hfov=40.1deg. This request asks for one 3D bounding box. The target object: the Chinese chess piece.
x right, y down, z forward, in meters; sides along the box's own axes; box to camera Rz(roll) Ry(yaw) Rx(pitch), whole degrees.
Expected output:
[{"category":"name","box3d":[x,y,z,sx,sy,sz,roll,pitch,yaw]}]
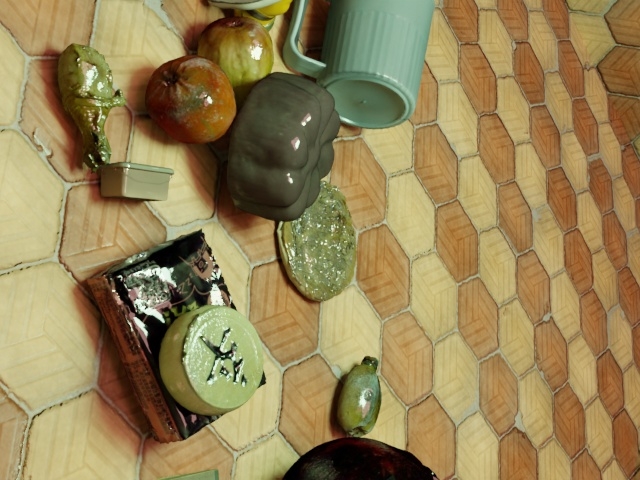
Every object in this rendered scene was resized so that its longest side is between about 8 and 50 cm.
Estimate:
[{"category":"Chinese chess piece","box3d":[-0.183,0.203,1.497,0.188,0.083,0.188,16,66,-41]}]

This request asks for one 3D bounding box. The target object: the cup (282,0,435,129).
[{"category":"cup","box3d":[0.108,-0.469,2.083,0.331,0.257,0.311,34,57,-42]}]

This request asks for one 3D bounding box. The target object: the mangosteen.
[{"category":"mangosteen","box3d":[0.078,0.591,1.670,0.381,0.381,0.421,49,46,-30]}]

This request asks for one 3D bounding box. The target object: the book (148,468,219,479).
[{"category":"book","box3d":[-0.249,0.561,1.553,0.215,0.025,0.282,7,76,-51]}]

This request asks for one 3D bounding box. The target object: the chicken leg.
[{"category":"chicken leg","box3d":[-0.397,-0.233,1.540,0.103,0.088,0.227,-15,89,-64]}]

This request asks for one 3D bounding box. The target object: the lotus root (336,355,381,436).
[{"category":"lotus root","box3d":[0.092,0.347,1.975,0.113,0.088,0.192,57,40,-48]}]

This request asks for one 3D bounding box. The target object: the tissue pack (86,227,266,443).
[{"category":"tissue pack","box3d":[-0.257,0.171,1.578,0.245,0.123,0.332,-29,100,-44]}]

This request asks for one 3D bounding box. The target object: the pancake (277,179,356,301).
[{"category":"pancake","box3d":[0.001,0.000,1.988,0.282,0.049,0.282,15,70,-47]}]

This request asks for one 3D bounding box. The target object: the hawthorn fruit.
[{"category":"hawthorn fruit","box3d":[-0.242,-0.266,1.677,0.173,0.173,0.173,17,67,-47]}]

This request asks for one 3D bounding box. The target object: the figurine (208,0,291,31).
[{"category":"figurine","box3d":[-0.106,-0.498,1.876,0.141,0.250,0.166,68,32,-42]}]

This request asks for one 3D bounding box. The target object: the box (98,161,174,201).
[{"category":"box","box3d":[-0.334,-0.104,1.583,0.122,0.089,0.062,7,85,-49]}]

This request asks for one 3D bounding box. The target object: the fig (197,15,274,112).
[{"category":"fig","box3d":[-0.166,-0.332,1.828,0.159,0.159,0.257,-33,127,-49]}]

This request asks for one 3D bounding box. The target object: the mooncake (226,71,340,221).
[{"category":"mooncake","box3d":[-0.070,-0.187,1.791,0.306,0.154,0.306,17,90,-75]}]
